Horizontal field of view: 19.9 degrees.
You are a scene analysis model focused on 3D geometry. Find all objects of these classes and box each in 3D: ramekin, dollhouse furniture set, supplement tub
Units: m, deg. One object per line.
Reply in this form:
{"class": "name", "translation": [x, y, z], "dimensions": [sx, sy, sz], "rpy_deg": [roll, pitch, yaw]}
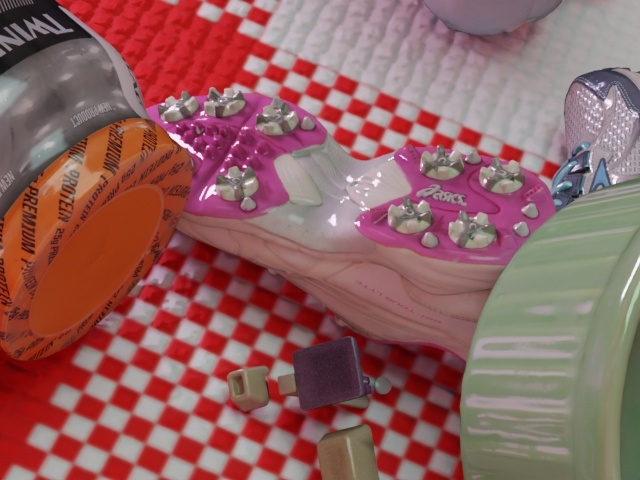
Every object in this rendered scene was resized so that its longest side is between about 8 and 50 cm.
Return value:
{"class": "ramekin", "translation": [0.221, 0.098, 0.976], "dimensions": [0.303, 0.148, 0.303], "rpy_deg": [1, 88, -32]}
{"class": "dollhouse furniture set", "translation": [0.009, 0.124, 1.071], "dimensions": [0.081, 0.091, 0.114], "rpy_deg": [16, 61, -59]}
{"class": "supplement tub", "translation": [-0.238, -0.085, 1.052], "dimensions": [0.316, 0.193, 0.193], "rpy_deg": [38, 52, 16]}

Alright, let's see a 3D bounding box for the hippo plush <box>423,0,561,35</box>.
{"class": "hippo plush", "translation": [0.126, -0.286, 1.294], "dimensions": [0.234, 0.236, 0.294], "rpy_deg": [29, 56, 9]}

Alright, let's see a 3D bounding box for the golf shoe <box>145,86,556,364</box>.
{"class": "golf shoe", "translation": [0.000, 0.000, 1.111], "dimensions": [0.306, 0.140, 0.115], "rpy_deg": [19, 49, 30]}

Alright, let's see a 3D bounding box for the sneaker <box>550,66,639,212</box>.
{"class": "sneaker", "translation": [0.173, -0.005, 1.159], "dimensions": [0.122, 0.110, 0.283], "rpy_deg": [4, 50, -9]}
